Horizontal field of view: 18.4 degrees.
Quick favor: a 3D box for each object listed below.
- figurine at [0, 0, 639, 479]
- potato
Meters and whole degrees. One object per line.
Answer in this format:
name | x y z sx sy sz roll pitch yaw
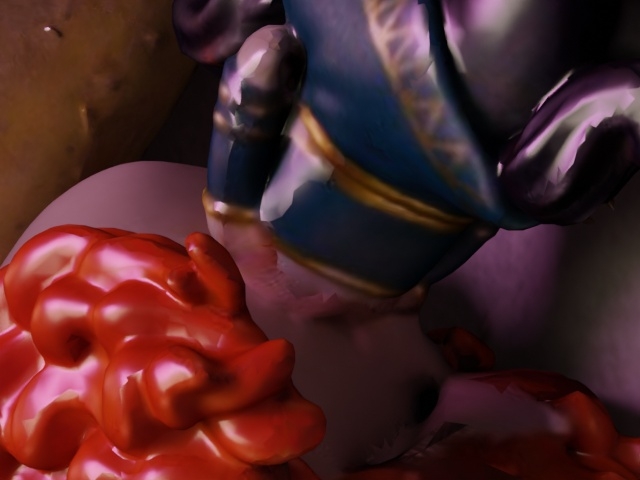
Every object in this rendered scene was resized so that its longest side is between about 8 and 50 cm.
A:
figurine | 0.000 -0.011 0.664 0.306 0.241 0.412 22 95 42
potato | -0.138 -0.094 0.839 0.191 0.141 0.296 33 79 31
